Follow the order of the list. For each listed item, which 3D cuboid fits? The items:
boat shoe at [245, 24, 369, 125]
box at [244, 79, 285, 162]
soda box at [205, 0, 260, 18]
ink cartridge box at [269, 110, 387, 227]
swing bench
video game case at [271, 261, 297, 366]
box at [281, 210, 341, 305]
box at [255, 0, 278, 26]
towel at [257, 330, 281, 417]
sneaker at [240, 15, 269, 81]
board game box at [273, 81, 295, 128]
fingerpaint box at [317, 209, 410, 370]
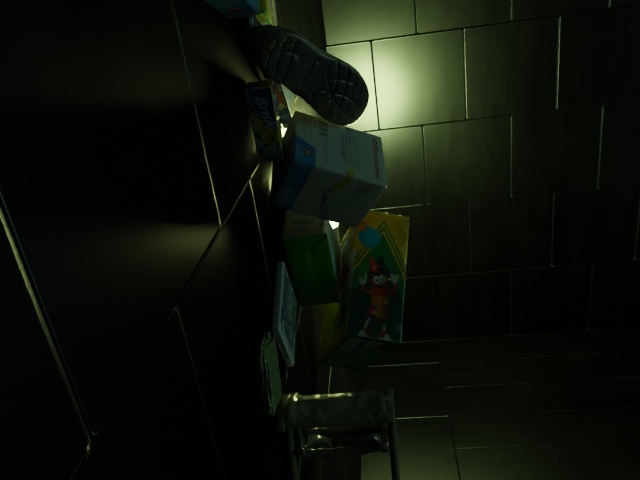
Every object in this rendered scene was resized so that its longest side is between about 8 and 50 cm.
[{"bbox_3d":[-0.021,-0.376,1.289,0.355,0.132,0.130,26,19,-49],"label":"boat shoe"},{"bbox_3d":[-0.119,-0.260,1.268,0.054,0.059,0.169,-88,170,-63],"label":"box"},{"bbox_3d":[-0.164,-0.451,1.024,0.210,0.067,0.071,-55,139,-79],"label":"soda box"},{"bbox_3d":[0.017,-0.165,1.393,0.168,0.232,0.171,124,-26,-47],"label":"ink cartridge box"},{"bbox_3d":[0.049,0.442,1.336,0.165,0.253,0.255,-83,167,-59],"label":"swing bench"},{"bbox_3d":[-0.083,0.176,1.392,0.173,0.022,0.191,77,11,-50],"label":"video game case"},{"bbox_3d":[-0.014,0.010,1.638,0.231,0.126,0.262,-88,169,-49],"label":"box"},{"bbox_3d":[-0.139,-0.566,1.400,0.179,0.043,0.105,30,55,-79],"label":"box"},{"bbox_3d":[-0.103,0.265,1.162,0.110,0.027,0.148,-53,136,-81],"label":"towel"},{"bbox_3d":[-0.111,-0.441,1.304,0.224,0.098,0.083,63,23,-72],"label":"sneaker"},{"bbox_3d":[-0.105,-0.422,1.586,0.201,0.035,0.136,70,16,-63],"label":"board game box"},{"bbox_3d":[0.125,0.167,1.770,0.445,0.163,0.371,115,-16,-65],"label":"fingerpaint box"}]
